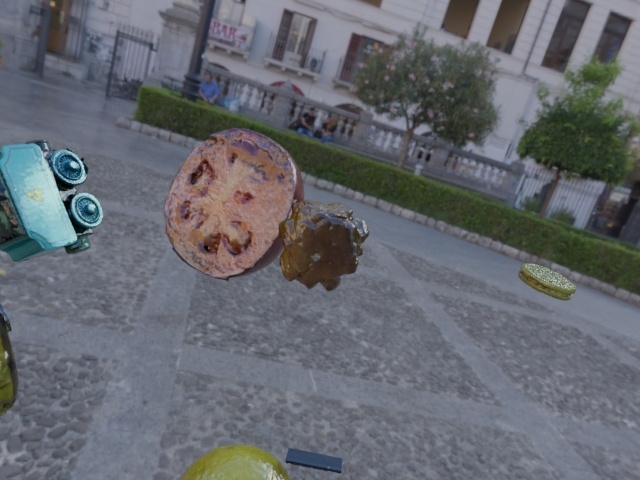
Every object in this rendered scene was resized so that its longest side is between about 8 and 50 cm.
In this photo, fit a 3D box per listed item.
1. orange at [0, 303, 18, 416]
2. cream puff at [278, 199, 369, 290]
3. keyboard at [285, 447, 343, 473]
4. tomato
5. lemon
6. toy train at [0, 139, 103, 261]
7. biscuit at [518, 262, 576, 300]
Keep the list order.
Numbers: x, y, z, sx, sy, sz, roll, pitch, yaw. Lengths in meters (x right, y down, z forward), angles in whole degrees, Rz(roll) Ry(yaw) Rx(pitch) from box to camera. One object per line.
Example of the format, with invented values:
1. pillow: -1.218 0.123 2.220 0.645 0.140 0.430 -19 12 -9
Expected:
1. orange: -0.725 0.255 0.923 0.271 0.368 0.210 54 35 11
2. cream puff: 0.000 0.000 0.607 0.116 0.122 0.094 57 0 -21
3. keyboard: -0.021 0.755 1.661 0.195 0.018 0.060 9 27 6
4. tomato: -0.121 -0.048 0.714 0.224 0.225 0.085 23 -3 23
5. lemon: -0.233 0.752 1.350 0.387 0.350 0.350 -22 10 11
6. toy train: -0.449 -0.065 0.774 0.107 0.198 0.154 -17 6 26
7. biscuit: 0.342 0.062 0.735 0.083 0.023 0.084 17 20 -6
